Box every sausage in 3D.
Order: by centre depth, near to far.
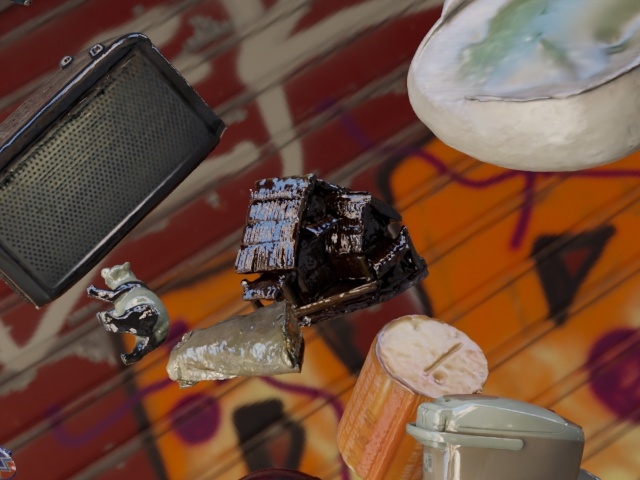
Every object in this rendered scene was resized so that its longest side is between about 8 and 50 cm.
[{"bbox_3d":[0.175,0.320,2.260,0.233,0.233,0.287,-25,-34,-42],"label":"sausage"}]

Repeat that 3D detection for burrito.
[{"bbox_3d":[-0.121,0.173,1.956,0.348,0.107,0.175,-14,24,45],"label":"burrito"}]

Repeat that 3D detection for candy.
[{"bbox_3d":[0.331,-0.253,1.661,0.186,0.427,0.386,60,-139,-45],"label":"candy"}]

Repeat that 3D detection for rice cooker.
[{"bbox_3d":[0.204,0.243,1.335,0.206,0.127,0.145,2,-4,-13],"label":"rice cooker"}]

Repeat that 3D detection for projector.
[{"bbox_3d":[-0.404,-0.119,1.830,0.405,0.242,0.395,-46,20,-12],"label":"projector"}]

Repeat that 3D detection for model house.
[{"bbox_3d":[0.000,0.000,2.313,0.317,0.282,0.297,2,30,43],"label":"model house"}]

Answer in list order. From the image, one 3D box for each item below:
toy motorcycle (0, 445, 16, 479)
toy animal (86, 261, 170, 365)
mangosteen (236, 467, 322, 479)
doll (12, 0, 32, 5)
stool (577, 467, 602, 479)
[{"bbox_3d":[-0.420,0.212,1.224,0.076,0.205,0.114,-62,5,-32],"label":"toy motorcycle"},{"bbox_3d":[-0.368,0.128,2.201,0.121,0.225,0.093,-27,-48,-15],"label":"toy animal"},{"bbox_3d":[-0.044,0.400,1.467,0.215,0.215,0.257,-35,-16,2],"label":"mangosteen"},{"bbox_3d":[-0.514,-0.397,1.767,0.152,0.114,0.085,-33,15,-29],"label":"doll"},{"bbox_3d":[0.280,0.490,1.556,0.297,0.297,0.330,-29,-41,-27],"label":"stool"}]
